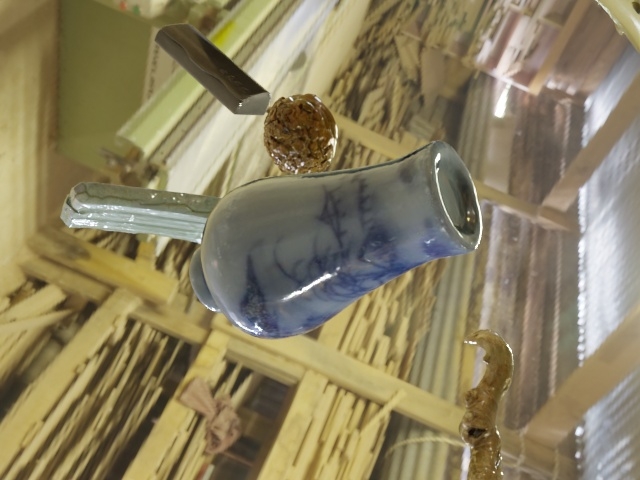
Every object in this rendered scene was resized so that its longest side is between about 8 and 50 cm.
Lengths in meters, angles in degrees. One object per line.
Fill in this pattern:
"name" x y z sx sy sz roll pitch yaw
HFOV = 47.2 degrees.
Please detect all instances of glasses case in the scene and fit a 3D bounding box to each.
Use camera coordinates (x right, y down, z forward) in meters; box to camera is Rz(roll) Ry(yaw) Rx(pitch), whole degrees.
"glasses case" -0.152 -0.243 1.041 0.072 0.190 0.042 -17 143 -48

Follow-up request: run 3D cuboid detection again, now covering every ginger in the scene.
"ginger" 0.236 0.241 1.063 0.075 0.089 0.288 -33 -146 42

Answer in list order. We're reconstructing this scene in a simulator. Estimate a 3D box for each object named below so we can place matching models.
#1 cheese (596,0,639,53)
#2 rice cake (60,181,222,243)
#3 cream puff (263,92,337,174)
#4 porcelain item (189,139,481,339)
"cheese" 0.358 -0.288 0.806 0.128 0.259 0.316 -53 -166 30
"rice cake" -0.237 -0.036 0.991 0.124 0.211 0.038 -33 -127 57
"cream puff" -0.045 -0.201 1.414 0.115 0.165 0.150 -29 165 -50
"porcelain item" 0.000 0.000 0.612 0.259 0.141 0.141 -21 -152 33
